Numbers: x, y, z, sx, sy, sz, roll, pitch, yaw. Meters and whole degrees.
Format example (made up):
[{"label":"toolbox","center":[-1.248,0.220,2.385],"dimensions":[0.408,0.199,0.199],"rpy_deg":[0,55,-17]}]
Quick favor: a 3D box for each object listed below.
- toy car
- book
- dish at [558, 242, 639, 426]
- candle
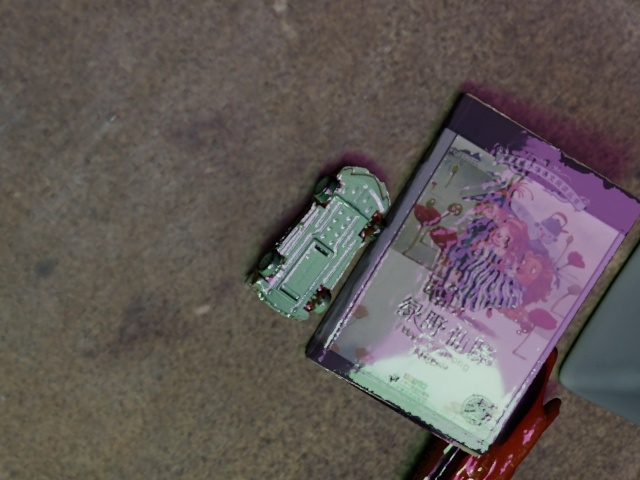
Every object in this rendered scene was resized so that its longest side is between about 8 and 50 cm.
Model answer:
[{"label":"toy car","center":[0.000,0.000,0.824],"dimensions":[0.059,0.035,0.122],"rpy_deg":[37,86,-22]},{"label":"book","center":[0.113,0.029,0.839],"dimensions":[0.157,0.026,0.231],"rpy_deg":[31,98,-1]},{"label":"dish","center":[0.340,0.101,0.923],"dimensions":[0.243,0.080,0.182],"rpy_deg":[28,98,-22]},{"label":"candle","center":[0.097,0.205,0.903],"dimensions":[0.084,0.059,0.302],"rpy_deg":[33,95,-10]}]
